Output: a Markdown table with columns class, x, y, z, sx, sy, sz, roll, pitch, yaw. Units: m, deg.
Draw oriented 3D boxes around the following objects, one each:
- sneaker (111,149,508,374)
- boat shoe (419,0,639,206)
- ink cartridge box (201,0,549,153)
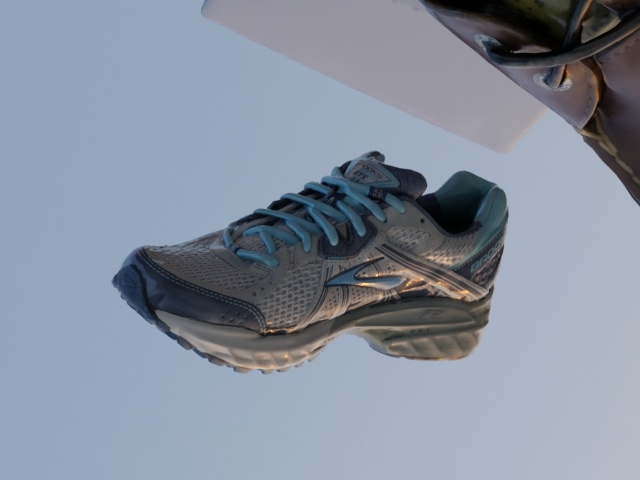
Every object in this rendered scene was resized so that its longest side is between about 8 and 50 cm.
| class | x | y | z | sx | sy | sz | roll | pitch | yaw |
| --- | --- | --- | --- | --- | --- | --- | --- | --- | --- |
| sneaker | 0.000 | 0.000 | 1.162 | 0.283 | 0.122 | 0.110 | -2 | -149 | -42 |
| boat shoe | 0.073 | -0.078 | 0.522 | 0.307 | 0.111 | 0.104 | 53 | -139 | 8 |
| ink cartridge box | 0.079 | -0.185 | 0.847 | 0.168 | 0.233 | 0.171 | 25 | -123 | -11 |
